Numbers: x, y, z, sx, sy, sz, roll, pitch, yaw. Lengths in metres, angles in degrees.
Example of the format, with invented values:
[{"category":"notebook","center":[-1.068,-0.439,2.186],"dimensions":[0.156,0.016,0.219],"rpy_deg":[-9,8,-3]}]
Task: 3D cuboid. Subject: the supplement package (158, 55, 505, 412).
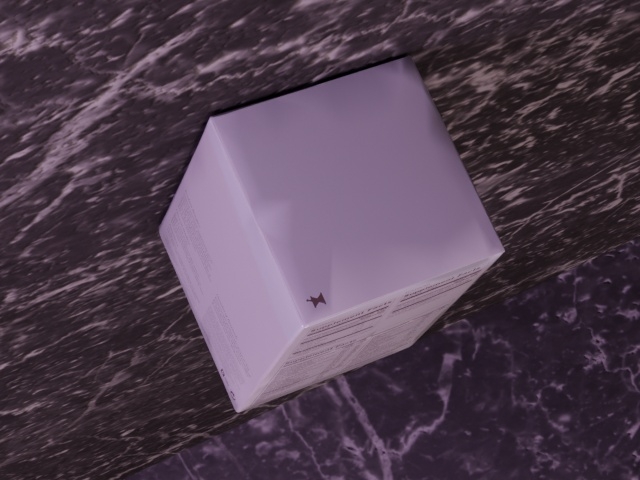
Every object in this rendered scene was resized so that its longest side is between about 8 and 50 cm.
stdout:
[{"category":"supplement package","center":[0.000,0.000,1.569],"dimensions":[0.198,0.199,0.262],"rpy_deg":[-19,166,-21]}]
